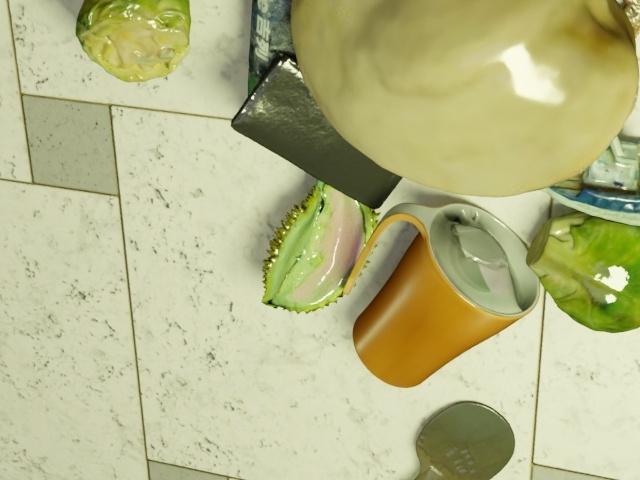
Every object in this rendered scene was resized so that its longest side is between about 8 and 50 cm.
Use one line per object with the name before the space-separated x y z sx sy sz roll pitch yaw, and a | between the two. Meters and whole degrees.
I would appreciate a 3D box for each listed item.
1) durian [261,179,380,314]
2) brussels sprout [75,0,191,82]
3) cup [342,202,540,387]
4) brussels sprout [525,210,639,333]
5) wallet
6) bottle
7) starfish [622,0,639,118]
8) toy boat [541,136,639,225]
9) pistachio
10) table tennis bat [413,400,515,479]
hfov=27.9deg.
durian | 0.001 -0.004 1.808 0.137 0.095 0.220 15 115 -28
brussels sprout | -0.246 -0.298 1.730 0.152 0.122 0.149 17 144 -15
cup | 0.144 0.070 1.746 0.226 0.182 0.264 37 131 -5
brussels sprout | 0.362 0.036 1.659 0.181 0.143 0.161 33 160 -12
wallet | 0.013 -0.138 1.694 0.244 0.025 0.124 29 110 -24
bottle | -0.044 -0.284 1.669 0.093 0.093 0.330 14 121 14
starfish | 0.334 -0.243 1.579 0.150 0.053 0.209 -20 104 16
toy boat | 0.393 -0.088 1.580 0.262 0.114 0.115 9 137 7
pistachio | 0.163 -0.239 1.485 0.445 0.281 0.365 26 106 29
table tennis bat | 0.190 0.333 1.941 0.131 0.022 0.234 43 113 -5
